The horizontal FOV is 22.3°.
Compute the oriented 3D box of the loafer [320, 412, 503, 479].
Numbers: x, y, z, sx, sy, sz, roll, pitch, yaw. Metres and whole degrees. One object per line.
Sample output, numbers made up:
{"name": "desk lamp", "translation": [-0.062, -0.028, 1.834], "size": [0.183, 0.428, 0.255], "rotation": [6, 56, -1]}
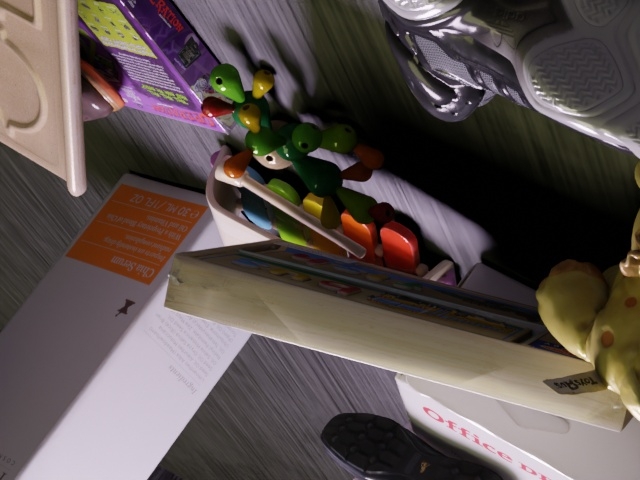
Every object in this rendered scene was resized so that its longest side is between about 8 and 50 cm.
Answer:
{"name": "loafer", "translation": [0.097, 0.245, 1.678], "size": [0.223, 0.076, 0.078], "rotation": [21, 149, 31]}

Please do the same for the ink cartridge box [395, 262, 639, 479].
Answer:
{"name": "ink cartridge box", "translation": [0.256, 0.221, 1.718], "size": [0.279, 0.160, 0.384], "rotation": [27, 161, 23]}

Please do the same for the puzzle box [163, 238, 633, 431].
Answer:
{"name": "puzzle box", "translation": [0.095, 0.075, 1.460], "size": [0.409, 0.052, 0.272], "rotation": [14, -173, 16]}

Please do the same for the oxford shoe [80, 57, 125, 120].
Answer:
{"name": "oxford shoe", "translation": [-0.301, -0.146, 1.755], "size": [0.097, 0.098, 0.271], "rotation": [46, 160, -28]}

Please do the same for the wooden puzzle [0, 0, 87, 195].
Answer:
{"name": "wooden puzzle", "translation": [-0.335, -0.249, 1.594], "size": [0.348, 0.080, 0.322], "rotation": [34, 140, 27]}

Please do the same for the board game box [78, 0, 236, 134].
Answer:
{"name": "board game box", "translation": [-0.247, -0.220, 1.701], "size": [0.347, 0.056, 0.208], "rotation": [18, 151, 44]}

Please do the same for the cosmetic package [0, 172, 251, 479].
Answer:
{"name": "cosmetic package", "translation": [-0.267, 0.148, 2.004], "size": [0.230, 0.453, 0.161], "rotation": [14, 153, 47]}

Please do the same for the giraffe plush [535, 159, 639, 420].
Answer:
{"name": "giraffe plush", "translation": [0.266, 0.029, 1.239], "size": [0.181, 0.170, 0.210], "rotation": [34, -153, 22]}

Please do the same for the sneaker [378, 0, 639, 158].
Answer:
{"name": "sneaker", "translation": [0.146, -0.127, 1.142], "size": [0.268, 0.101, 0.153], "rotation": [37, 164, 16]}

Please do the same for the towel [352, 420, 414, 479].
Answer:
{"name": "towel", "translation": [0.200, 0.348, 1.936], "size": [0.332, 0.317, 0.053], "rotation": [30, 134, 16]}

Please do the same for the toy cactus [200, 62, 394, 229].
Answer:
{"name": "toy cactus", "translation": [-0.035, -0.085, 1.596], "size": [0.219, 0.112, 0.180], "rotation": [31, 174, -15]}

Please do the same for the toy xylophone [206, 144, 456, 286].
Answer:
{"name": "toy xylophone", "translation": [0.000, 0.000, 1.748], "size": [0.323, 0.081, 0.236], "rotation": [31, 158, 15]}
